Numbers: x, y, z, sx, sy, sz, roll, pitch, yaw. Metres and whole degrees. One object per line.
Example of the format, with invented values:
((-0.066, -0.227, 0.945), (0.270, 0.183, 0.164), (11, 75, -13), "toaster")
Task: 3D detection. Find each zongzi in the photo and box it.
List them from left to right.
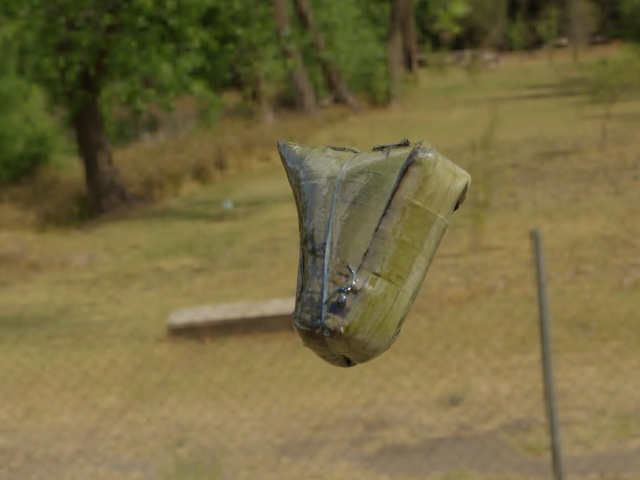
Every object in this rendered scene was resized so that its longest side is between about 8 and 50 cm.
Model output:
((0.000, 0.000, 2.205), (0.360, 0.323, 0.160), (14, -20, 43), "zongzi")
